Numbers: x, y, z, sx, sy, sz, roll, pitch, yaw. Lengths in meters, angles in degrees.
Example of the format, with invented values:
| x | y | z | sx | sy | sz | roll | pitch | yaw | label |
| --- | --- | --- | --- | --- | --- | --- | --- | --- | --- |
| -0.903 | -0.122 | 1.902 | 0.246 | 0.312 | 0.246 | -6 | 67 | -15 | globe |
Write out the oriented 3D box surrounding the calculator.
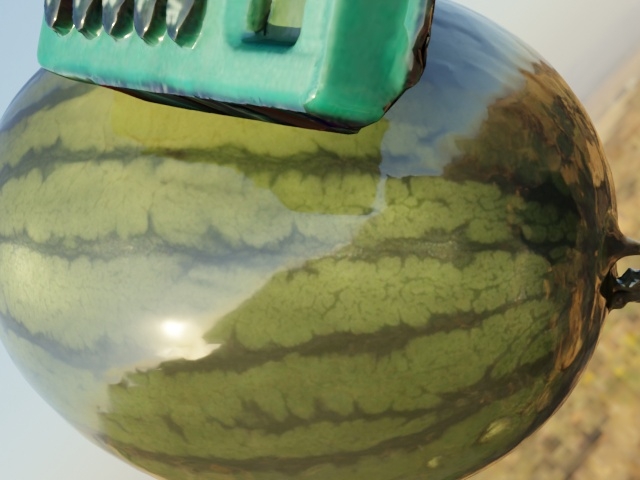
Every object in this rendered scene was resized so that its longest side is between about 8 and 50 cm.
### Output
| x | y | z | sx | sy | sz | roll | pitch | yaw | label |
| --- | --- | --- | --- | --- | --- | --- | --- | --- | --- |
| -0.035 | -0.178 | 0.783 | 0.274 | 0.058 | 0.248 | 14 | 95 | 55 | calculator |

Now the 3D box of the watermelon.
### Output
| x | y | z | sx | sy | sz | roll | pitch | yaw | label |
| --- | --- | --- | --- | --- | --- | --- | --- | --- | --- |
| 0.000 | 0.000 | 0.982 | 0.279 | 0.359 | 0.279 | 2 | -90 | -73 | watermelon |
